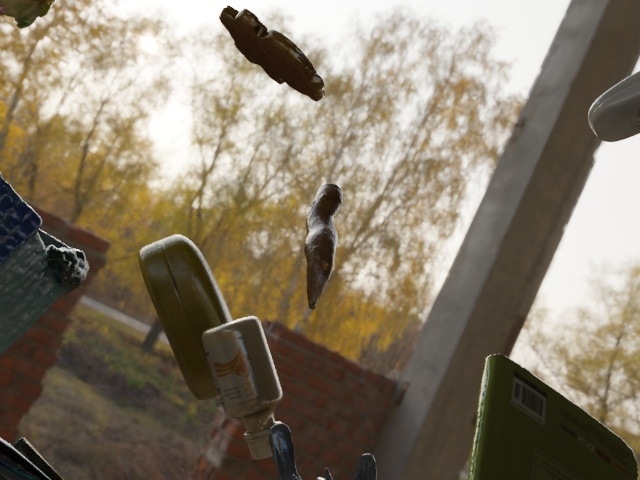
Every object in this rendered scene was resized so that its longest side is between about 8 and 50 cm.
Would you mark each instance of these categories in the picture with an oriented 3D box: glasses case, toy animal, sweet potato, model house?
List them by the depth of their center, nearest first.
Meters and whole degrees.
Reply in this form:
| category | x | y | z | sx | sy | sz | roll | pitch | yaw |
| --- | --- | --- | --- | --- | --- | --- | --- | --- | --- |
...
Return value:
| category | x | y | z | sx | sy | sz | roll | pitch | yaw |
| --- | --- | --- | --- | --- | --- | --- | --- | --- | --- |
| glasses case | 0.420 | -0.185 | 1.006 | 0.074 | 0.193 | 0.049 | 46 | 21 | -48 |
| toy animal | -0.028 | 0.376 | 1.095 | 0.239 | 0.176 | 0.255 | -3 | 45 | -22 |
| model house | -0.556 | -0.020 | 1.187 | 0.295 | 0.251 | 0.329 | 27 | -27 | 22 |
| sweet potato | 0.000 | 0.000 | 1.482 | 0.059 | 0.281 | 0.067 | 36 | -56 | -21 |
| glasses case | -0.266 | 0.169 | 1.788 | 0.173 | 0.141 | 0.371 | -123 | -167 | -74 |

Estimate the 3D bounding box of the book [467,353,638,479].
| category | x | y | z | sx | sy | sz | roll | pitch | yaw |
| --- | --- | --- | --- | --- | --- | --- | --- | --- | --- |
| book | 0.243 | 0.311 | 0.869 | 0.239 | 0.352 | 0.035 | 37 | -45 | -16 |

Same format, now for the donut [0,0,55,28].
| category | x | y | z | sx | sy | sz | roll | pitch | yaw |
| --- | --- | --- | --- | --- | --- | --- | --- | --- | --- |
| donut | -0.530 | -0.515 | 1.229 | 0.371 | 0.307 | 0.150 | 31 | 24 | 12 |

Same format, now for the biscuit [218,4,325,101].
| category | x | y | z | sx | sy | sz | roll | pitch | yaw |
| --- | --- | --- | --- | --- | --- | --- | --- | --- | --- |
| biscuit | -0.076 | -0.309 | 1.352 | 0.225 | 0.036 | 0.166 | 36 | -13 | 37 |

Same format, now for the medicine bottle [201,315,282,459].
| category | x | y | z | sx | sy | sz | roll | pitch | yaw |
| --- | --- | --- | --- | --- | --- | --- | --- | --- | --- |
| medicine bottle | -0.130 | 0.270 | 1.508 | 0.114 | 0.252 | 0.114 | -18 | -2 | -1 |

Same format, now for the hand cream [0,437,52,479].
| category | x | y | z | sx | sy | sz | roll | pitch | yaw |
| --- | --- | --- | --- | --- | --- | --- | --- | --- | --- |
| hand cream | -0.615 | 0.477 | 1.682 | 0.271 | 0.061 | 0.120 | 39 | -46 | -1 |

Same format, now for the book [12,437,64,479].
| category | x | y | z | sx | sy | sz | roll | pitch | yaw |
| --- | --- | --- | --- | --- | --- | --- | --- | --- | --- |
| book | -0.720 | 0.586 | 1.890 | 0.160 | 0.228 | 0.024 | 44 | -22 | 8 |
